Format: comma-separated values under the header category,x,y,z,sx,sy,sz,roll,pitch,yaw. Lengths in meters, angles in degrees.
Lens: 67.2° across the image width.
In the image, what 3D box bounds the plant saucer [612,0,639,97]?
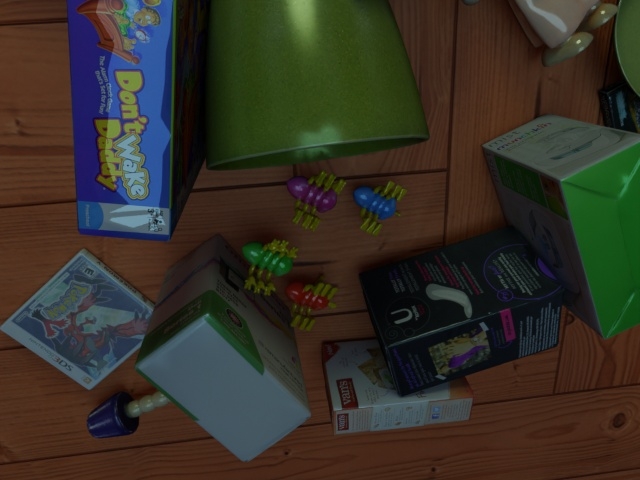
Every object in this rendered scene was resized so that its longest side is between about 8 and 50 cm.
category,x,y,z,sx,sy,sz,roll,pitch,yaw
plant saucer,0.525,-0.306,0.706,0.241,0.037,0.240,-1,98,-10

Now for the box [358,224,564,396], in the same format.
category,x,y,z,sx,sy,sz,roll,pitch,yaw
box,0.220,0.111,0.779,0.271,0.165,0.143,-17,130,1

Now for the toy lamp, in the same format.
category,x,y,z,sx,sy,sz,roll,pitch,yaw
toy lamp,-0.273,0.276,0.850,0.275,0.080,0.080,-20,113,1

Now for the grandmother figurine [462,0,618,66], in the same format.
category,x,y,z,sx,sy,sz,roll,pitch,yaw
grandmother figurine,0.245,-0.394,0.632,0.342,0.104,0.207,45,73,-18

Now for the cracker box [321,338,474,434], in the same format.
category,x,y,z,sx,sy,sz,roll,pitch,yaw
cracker box,0.125,0.243,0.838,0.233,0.155,0.067,-5,120,-5

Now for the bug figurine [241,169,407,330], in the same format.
category,x,y,z,sx,sy,sz,roll,pitch,yaw
bug figurine,0.000,0.000,0.747,0.216,0.072,0.279,26,104,-40

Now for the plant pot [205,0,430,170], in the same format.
category,x,y,z,sx,sy,sz,roll,pitch,yaw
plant pot,-0.022,-0.249,0.586,0.275,0.275,0.293,-8,96,-4

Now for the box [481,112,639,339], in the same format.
category,x,y,z,sx,sy,sz,roll,pitch,yaw
box,0.379,-0.035,0.717,0.127,0.231,0.261,-26,113,3

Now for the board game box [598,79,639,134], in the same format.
category,x,y,z,sx,sy,sz,roll,pitch,yaw
board game box,0.534,-0.183,0.787,0.126,0.026,0.186,-24,113,4

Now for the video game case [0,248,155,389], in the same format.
category,x,y,z,sx,sy,sz,roll,pitch,yaw
video game case,-0.391,0.138,0.806,0.201,0.023,0.183,-40,111,10

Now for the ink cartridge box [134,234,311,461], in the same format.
category,x,y,z,sx,sy,sz,roll,pitch,yaw
ink cartridge box,-0.132,0.135,0.701,0.117,0.278,0.201,-37,112,5

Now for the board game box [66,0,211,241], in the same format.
category,x,y,z,sx,sy,sz,roll,pitch,yaw
board game box,-0.174,-0.172,0.530,0.078,0.347,0.233,5,112,-9
